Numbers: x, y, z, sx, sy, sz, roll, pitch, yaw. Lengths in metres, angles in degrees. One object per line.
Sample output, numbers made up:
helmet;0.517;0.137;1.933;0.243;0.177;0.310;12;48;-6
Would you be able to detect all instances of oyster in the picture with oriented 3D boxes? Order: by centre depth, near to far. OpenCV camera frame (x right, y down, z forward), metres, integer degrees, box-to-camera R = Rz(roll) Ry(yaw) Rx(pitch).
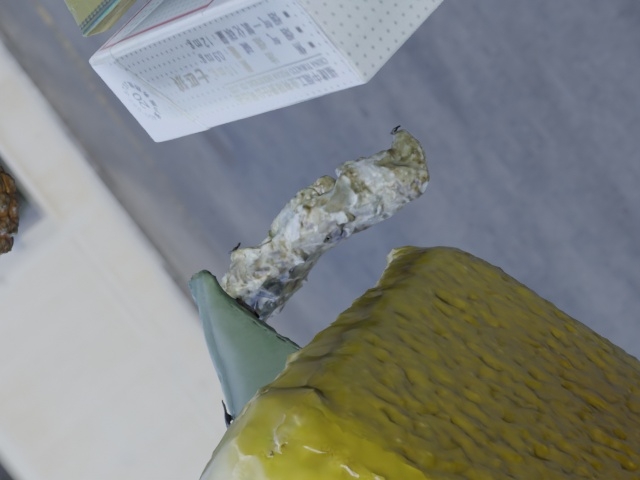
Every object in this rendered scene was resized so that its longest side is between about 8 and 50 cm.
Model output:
oyster;-0.002;-0.001;1.546;0.106;0.200;0.061;4;-141;-46

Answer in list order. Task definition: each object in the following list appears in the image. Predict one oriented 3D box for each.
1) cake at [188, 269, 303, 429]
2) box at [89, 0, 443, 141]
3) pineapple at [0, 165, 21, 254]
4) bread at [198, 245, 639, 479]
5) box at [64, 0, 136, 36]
cake;0.048;0.129;1.040;0.158;0.172;0.283;82;169;-75
box;-0.013;-0.188;1.414;0.095;0.210;0.330;50;155;-18
pineapple;-0.340;0.032;1.511;0.130;0.277;0.119;17;127;12
bread;0.110;0.153;0.778;0.333;0.143;0.323;34;-161;9
box;-0.254;-0.351;1.902;0.153;0.041;0.279;-33;86;53
